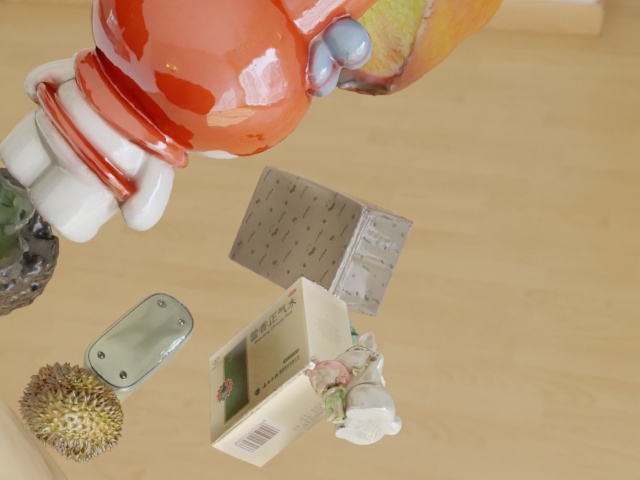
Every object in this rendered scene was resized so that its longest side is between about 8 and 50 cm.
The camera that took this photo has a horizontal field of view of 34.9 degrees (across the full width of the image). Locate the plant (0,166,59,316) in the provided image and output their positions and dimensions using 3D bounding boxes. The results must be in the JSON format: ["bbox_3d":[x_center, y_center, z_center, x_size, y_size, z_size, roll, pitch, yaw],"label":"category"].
[{"bbox_3d":[-0.331,0.005,1.006,0.131,0.203,0.142,-21,70,-25],"label":"plant"}]

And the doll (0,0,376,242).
[{"bbox_3d":[-0.069,-0.123,0.623,0.290,0.130,0.161,-41,67,5],"label":"doll"}]

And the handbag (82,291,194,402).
[{"bbox_3d":[-0.318,0.232,1.724,0.109,0.315,0.241,41,56,12],"label":"handbag"}]

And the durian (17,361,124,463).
[{"bbox_3d":[-0.362,0.247,1.483,0.137,0.168,0.158,-47,45,10],"label":"durian"}]

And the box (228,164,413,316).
[{"bbox_3d":[0.000,0.000,2.129,0.297,0.190,0.225,25,95,40],"label":"box"}]

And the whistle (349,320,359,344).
[{"bbox_3d":[0.008,0.212,1.675,0.039,0.039,0.186,18,56,26],"label":"whistle"}]

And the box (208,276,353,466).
[{"bbox_3d":[-0.056,0.182,1.408,0.212,0.095,0.168,-42,32,27],"label":"box"}]

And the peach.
[{"bbox_3d":[0.078,-0.399,1.258,0.335,0.406,0.310,3,31,38],"label":"peach"}]

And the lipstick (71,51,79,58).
[{"bbox_3d":[-0.223,-0.247,1.439,0.263,0.059,0.059,-1,42,14],"label":"lipstick"}]

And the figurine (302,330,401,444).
[{"bbox_3d":[0.036,0.152,1.160,0.081,0.098,0.146,-43,37,23],"label":"figurine"}]

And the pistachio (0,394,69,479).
[{"bbox_3d":[-0.221,0.135,0.440,0.318,0.193,0.214,43,27,23],"label":"pistachio"}]
